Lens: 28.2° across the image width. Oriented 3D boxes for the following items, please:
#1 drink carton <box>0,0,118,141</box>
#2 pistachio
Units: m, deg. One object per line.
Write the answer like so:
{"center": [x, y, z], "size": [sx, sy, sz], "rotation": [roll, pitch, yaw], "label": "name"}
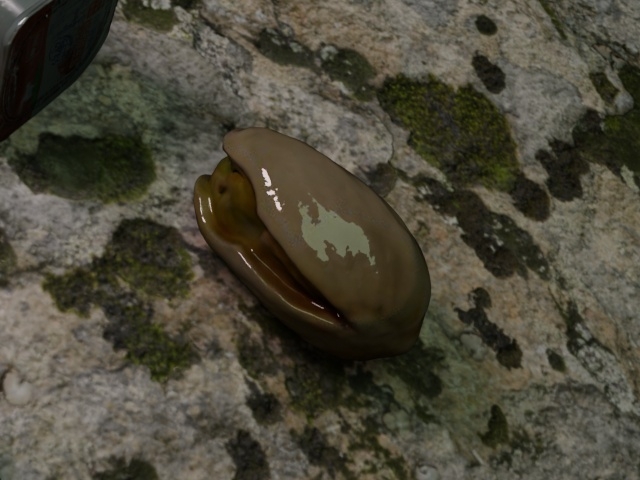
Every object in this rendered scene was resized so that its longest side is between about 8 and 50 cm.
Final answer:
{"center": [-0.328, -0.242, 1.284], "size": [0.190, 0.185, 0.191], "rotation": [34, 53, 9], "label": "drink carton"}
{"center": [0.000, 0.000, 1.306], "size": [0.288, 0.166, 0.197], "rotation": [49, 28, 12], "label": "pistachio"}
